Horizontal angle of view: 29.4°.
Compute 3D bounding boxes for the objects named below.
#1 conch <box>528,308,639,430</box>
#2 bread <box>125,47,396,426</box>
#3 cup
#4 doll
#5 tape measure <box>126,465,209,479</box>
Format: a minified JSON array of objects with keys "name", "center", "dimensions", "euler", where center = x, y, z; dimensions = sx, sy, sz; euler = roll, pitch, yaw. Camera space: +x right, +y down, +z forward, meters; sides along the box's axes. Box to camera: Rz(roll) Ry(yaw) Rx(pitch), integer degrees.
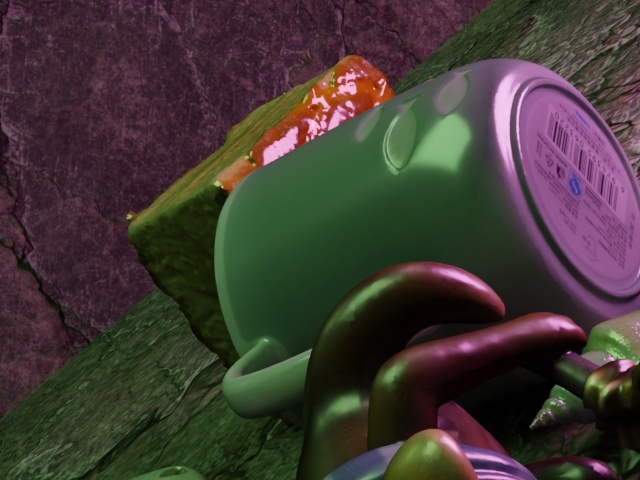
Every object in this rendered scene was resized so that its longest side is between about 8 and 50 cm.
[{"name":"conch","center":[0.213,0.082,0.818],"dimensions":[0.180,0.065,0.088],"euler":[-31,7,-17]},{"name":"bread","center":[0.000,0.000,1.251],"dimensions":[0.207,0.279,0.279],"euler":[-25,15,45]},{"name":"cup","center":[0.075,0.024,0.934],"dimensions":[0.274,0.259,0.357],"euler":[-27,6,36]},{"name":"doll","center":[0.087,0.160,0.659],"dimensions":[0.340,0.209,0.318],"euler":[-121,51,-80]},{"name":"tape measure","center":[-0.202,0.313,1.029],"dimensions":[0.258,0.130,0.265],"euler":[-33,12,34]}]
